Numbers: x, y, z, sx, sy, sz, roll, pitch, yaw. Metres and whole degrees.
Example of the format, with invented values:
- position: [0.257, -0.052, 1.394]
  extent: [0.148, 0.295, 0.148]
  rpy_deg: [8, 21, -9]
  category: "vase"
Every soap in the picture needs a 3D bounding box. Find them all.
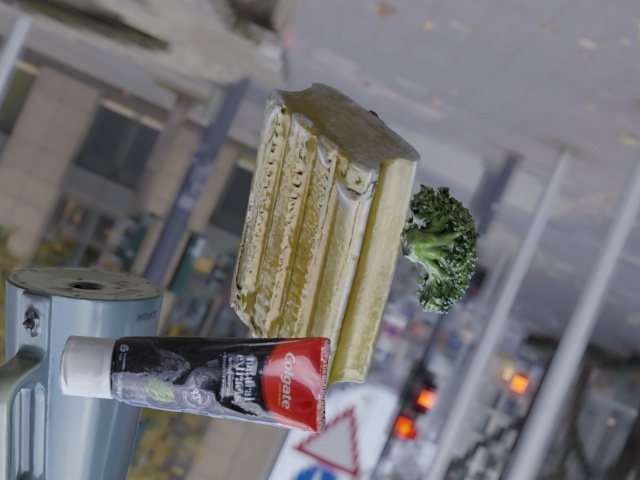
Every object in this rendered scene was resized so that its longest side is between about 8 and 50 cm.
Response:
- position: [0.000, 0.000, 1.824]
  extent: [0.089, 0.274, 0.173]
  rpy_deg: [-15, -139, -37]
  category: "soap"

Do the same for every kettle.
- position: [-0.261, 0.161, 1.824]
  extent: [0.159, 0.243, 0.210]
  rpy_deg: [10, -171, 24]
  category: "kettle"

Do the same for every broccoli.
- position: [0.102, 0.009, 1.636]
  extent: [0.092, 0.097, 0.095]
  rpy_deg: [3, -145, -41]
  category: "broccoli"

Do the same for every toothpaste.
- position: [-0.089, 0.096, 1.311]
  extent: [0.193, 0.071, 0.045]
  rpy_deg: [6, -172, 4]
  category: "toothpaste"

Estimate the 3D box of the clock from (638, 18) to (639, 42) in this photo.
- position: [0.326, -0.136, 1.268]
  extent: [0.235, 0.096, 0.308]
  rpy_deg: [3, -141, -39]
  category: "clock"
